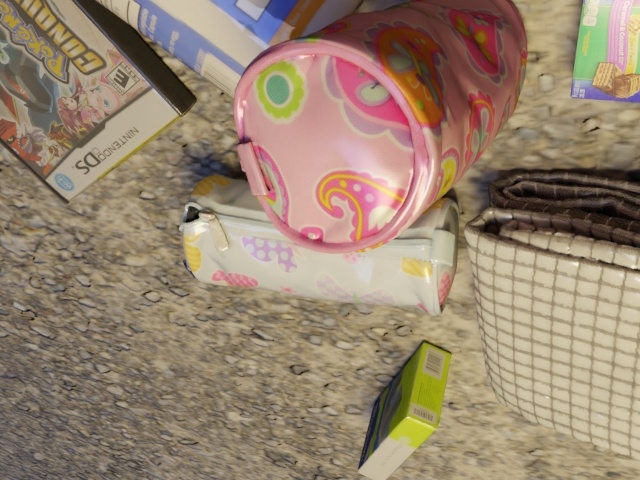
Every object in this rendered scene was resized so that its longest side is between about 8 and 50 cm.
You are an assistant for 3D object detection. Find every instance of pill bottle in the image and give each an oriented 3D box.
[{"bbox_3d":[-0.101,-0.223,0.508,0.272,0.152,0.152,36,136,-8],"label":"pill bottle"}]

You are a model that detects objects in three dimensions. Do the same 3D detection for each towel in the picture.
[{"bbox_3d":[0.279,0.069,0.600,0.284,0.121,0.235,13,134,33],"label":"towel"}]

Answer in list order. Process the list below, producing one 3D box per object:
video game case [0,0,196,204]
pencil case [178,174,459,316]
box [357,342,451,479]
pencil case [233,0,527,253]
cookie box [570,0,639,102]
[{"bbox_3d":[-0.298,-0.184,0.723,0.248,0.035,0.275,-25,116,40],"label":"video game case"},{"bbox_3d":[0.000,0.000,0.692,0.273,0.113,0.124,8,155,18],"label":"pencil case"},{"bbox_3d":[0.096,0.214,0.849,0.042,0.109,0.178,24,136,-2],"label":"box"},{"bbox_3d":[0.056,-0.094,0.462,0.124,0.284,0.124,11,118,21],"label":"pencil case"},{"bbox_3d":[0.238,-0.144,0.496,0.107,0.040,0.092,8,132,18],"label":"cookie box"}]
